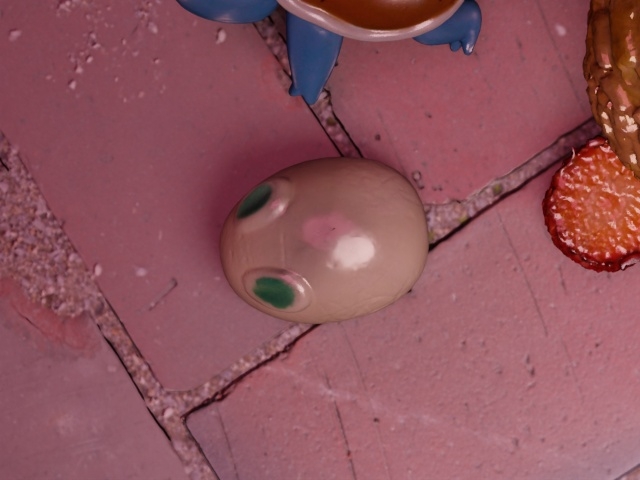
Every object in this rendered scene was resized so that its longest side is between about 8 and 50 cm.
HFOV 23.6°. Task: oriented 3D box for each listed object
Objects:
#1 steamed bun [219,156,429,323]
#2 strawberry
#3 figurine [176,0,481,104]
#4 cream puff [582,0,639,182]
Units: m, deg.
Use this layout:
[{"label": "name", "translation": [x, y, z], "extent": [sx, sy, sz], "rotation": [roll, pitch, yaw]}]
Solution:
[{"label": "steamed bun", "translation": [0.000, 0.000, 1.634], "extent": [0.228, 0.131, 0.177], "rotation": [-8, 87, 10]}, {"label": "strawberry", "translation": [0.300, -0.037, 1.594], "extent": [0.145, 0.086, 0.145], "rotation": [0, 88, 13]}, {"label": "figurine", "translation": [0.051, -0.297, 1.600], "extent": [0.416, 0.243, 0.298], "rotation": [-4, 94, 16]}, {"label": "cream puff", "translation": [0.407, -0.180, 1.498], "extent": [0.327, 0.231, 0.343], "rotation": [-30, 98, -18]}]
